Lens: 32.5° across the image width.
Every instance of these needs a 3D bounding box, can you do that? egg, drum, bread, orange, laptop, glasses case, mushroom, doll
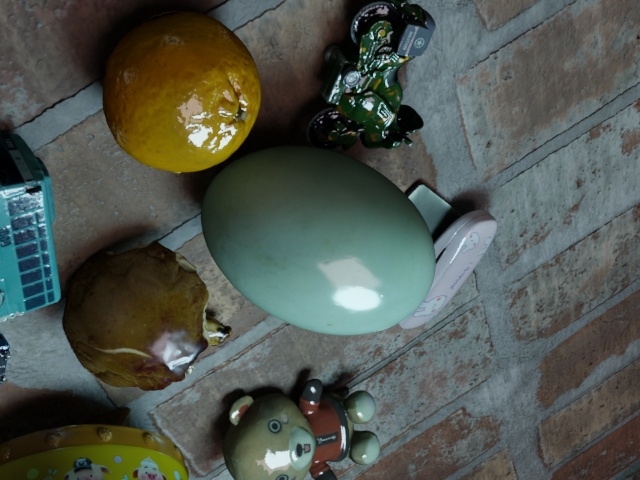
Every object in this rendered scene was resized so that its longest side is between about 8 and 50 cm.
[{"bbox_3d":[0.000,0.000,1.704,0.388,0.276,0.276,22,117,-19],"label":"egg"},{"bbox_3d":[-0.419,0.507,1.879,0.431,0.214,0.431,-9,144,-7],"label":"drum"},{"bbox_3d":[-0.383,0.338,1.951,0.062,0.109,0.043,13,128,8],"label":"bread"},{"bbox_3d":[-0.183,-0.195,1.464,0.219,0.193,0.219,-15,119,-28],"label":"orange"},{"bbox_3d":[0.139,0.019,2.063,0.269,0.015,0.187,-46,142,11],"label":"laptop"},{"bbox_3d":[0.238,0.059,2.121,0.113,0.075,0.297,-10,140,-46],"label":"glasses case"},{"bbox_3d":[-0.279,0.151,1.765,0.233,0.208,0.302,8,149,8],"label":"mushroom"},{"bbox_3d":[-0.045,0.387,2.183,0.329,0.174,0.235,-9,104,-35],"label":"doll"}]

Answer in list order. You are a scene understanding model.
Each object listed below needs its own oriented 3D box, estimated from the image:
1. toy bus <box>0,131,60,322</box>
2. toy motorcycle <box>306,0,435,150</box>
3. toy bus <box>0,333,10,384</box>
[{"bbox_3d":[-0.436,-0.018,1.490,0.147,0.128,0.256,-20,141,-25],"label":"toy bus"},{"bbox_3d":[0.095,-0.246,1.681,0.187,0.125,0.275,4,127,-29],"label":"toy motorcycle"},{"bbox_3d":[-0.510,0.187,1.703,0.038,0.046,0.083,-5,129,-35],"label":"toy bus"}]
